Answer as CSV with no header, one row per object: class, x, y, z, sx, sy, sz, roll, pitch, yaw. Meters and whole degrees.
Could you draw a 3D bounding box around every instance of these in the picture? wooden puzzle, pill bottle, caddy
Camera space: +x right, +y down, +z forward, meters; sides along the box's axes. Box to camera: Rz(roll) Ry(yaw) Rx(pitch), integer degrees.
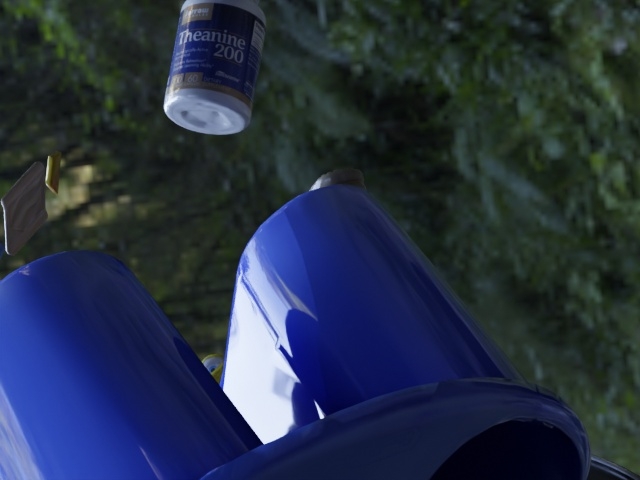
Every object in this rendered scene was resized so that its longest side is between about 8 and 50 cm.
wooden puzzle,-0.285,-0.032,1.567,0.116,0.014,0.079,-52,-24,-47
pill bottle,-0.077,-0.147,1.233,0.067,0.067,0.120,61,-145,-66
caddy,-0.031,0.143,0.643,0.179,0.241,0.341,57,148,32

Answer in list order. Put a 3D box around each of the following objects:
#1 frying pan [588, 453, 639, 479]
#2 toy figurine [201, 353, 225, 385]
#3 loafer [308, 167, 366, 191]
frying pan,0.088,0.216,0.904,0.053,0.326,0.197,-28,-81,-47
toy figurine,-0.024,0.227,1.694,0.217,0.362,0.191,50,176,47
loafer,0.000,0.000,1.308,0.148,0.056,0.050,116,141,-53
